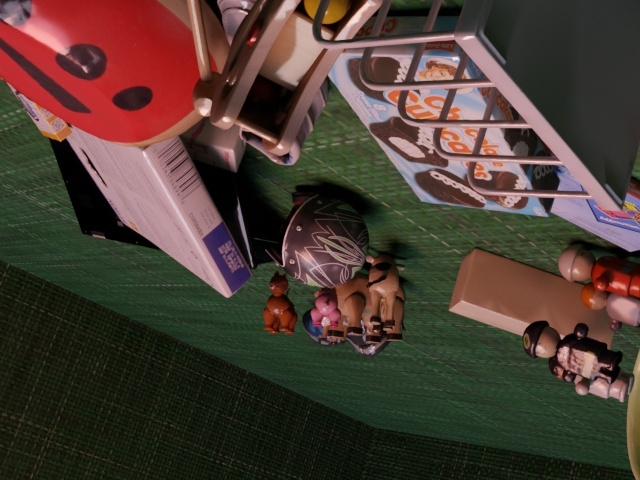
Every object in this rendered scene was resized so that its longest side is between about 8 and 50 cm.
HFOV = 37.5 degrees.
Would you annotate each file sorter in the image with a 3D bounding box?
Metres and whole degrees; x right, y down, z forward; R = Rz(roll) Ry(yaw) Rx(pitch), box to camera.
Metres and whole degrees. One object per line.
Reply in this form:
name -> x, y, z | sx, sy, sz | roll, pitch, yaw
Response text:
file sorter -> 0.156, -0.175, 0.821 | 0.173, 0.193, 0.277 | 5, 159, 43

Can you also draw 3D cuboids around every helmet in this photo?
helmet -> 0.000, 0.000, 1.569 | 0.169, 0.170, 0.161 | 28, 176, -30

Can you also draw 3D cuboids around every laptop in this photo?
laptop -> -0.247, -0.093, 1.774 | 0.381, 0.236, 0.408 | 10, 133, 23

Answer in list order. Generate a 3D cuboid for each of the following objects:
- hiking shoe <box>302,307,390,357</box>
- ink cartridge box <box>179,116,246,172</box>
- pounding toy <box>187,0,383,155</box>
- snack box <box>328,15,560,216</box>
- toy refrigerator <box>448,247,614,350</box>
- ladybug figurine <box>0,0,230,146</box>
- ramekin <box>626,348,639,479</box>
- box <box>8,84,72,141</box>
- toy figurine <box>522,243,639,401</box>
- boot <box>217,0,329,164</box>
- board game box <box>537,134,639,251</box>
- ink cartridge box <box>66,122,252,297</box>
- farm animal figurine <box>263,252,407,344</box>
hiking shoe -> 0.050, 0.176, 2.214 | 0.304, 0.113, 0.132 | 5, 129, 54
ink cartridge box -> -0.178, -0.157, 1.444 | 0.122, 0.052, 0.088 | 16, 163, 4
pounding toy -> -0.070, -0.193, 0.939 | 0.154, 0.154, 0.269 | 24, 135, -21
snack box -> 0.145, -0.140, 1.107 | 0.187, 0.060, 0.322 | 9, 156, 36
toy refrigerator -> 0.370, 0.112, 1.640 | 0.269, 0.102, 0.094 | 18, 163, -2
ladybug figurine -> -0.281, -0.246, 1.086 | 0.305, 0.162, 0.449 | 8, 160, 32
ramekin -> 0.631, 0.274, 1.568 | 0.148, 0.304, 0.303 | 10, 163, 2
box -> -0.445, -0.220, 1.466 | 0.081, 0.028, 0.136 | 21, 144, 52
toy figurine -> 0.424, 0.130, 1.467 | 0.148, 0.213, 0.209 | 19, 168, 31
boot -> -0.061, -0.186, 1.114 | 0.095, 0.124, 0.258 | 10, 161, 25
board game box -> 0.353, -0.060, 1.249 | 0.281, 0.027, 0.145 | 24, 163, -18
ink cartridge box -> -0.277, -0.095, 1.493 | 0.330, 0.071, 0.324 | 32, 156, 41
farm animal figurine -> 0.063, 0.098, 1.834 | 0.330, 0.172, 0.326 | -6, 164, 37
